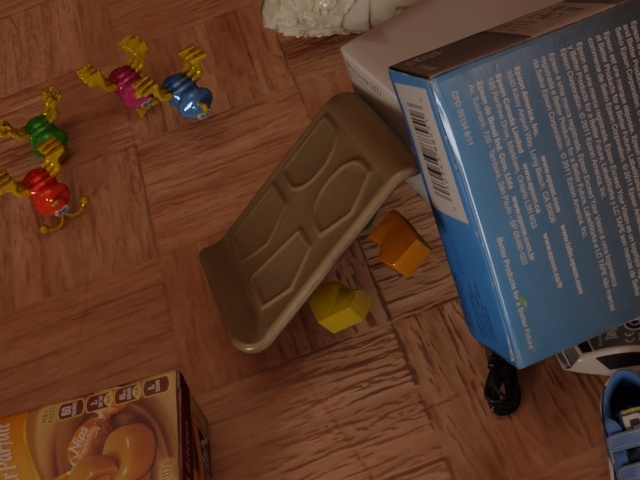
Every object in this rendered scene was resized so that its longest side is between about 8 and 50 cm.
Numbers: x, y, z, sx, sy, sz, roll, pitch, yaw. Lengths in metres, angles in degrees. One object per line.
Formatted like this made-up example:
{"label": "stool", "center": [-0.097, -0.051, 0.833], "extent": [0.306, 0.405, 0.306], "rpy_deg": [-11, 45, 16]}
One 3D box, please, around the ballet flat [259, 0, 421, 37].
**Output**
{"label": "ballet flat", "center": [0.128, -0.330, 1.373], "extent": [0.409, 0.147, 0.147], "rpy_deg": [-32, 44, -10]}

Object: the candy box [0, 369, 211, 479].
{"label": "candy box", "center": [-0.248, 0.237, 0.969], "extent": [0.316, 0.087, 0.183], "rpy_deg": [-16, 43, 5]}

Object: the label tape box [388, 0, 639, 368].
{"label": "label tape box", "center": [0.251, -0.078, 0.939], "extent": [0.333, 0.241, 0.106], "rpy_deg": [-22, 16, -10]}

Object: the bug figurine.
{"label": "bug figurine", "center": [-0.251, -0.132, 1.354], "extent": [0.279, 0.072, 0.216], "rpy_deg": [-35, 38, -8]}

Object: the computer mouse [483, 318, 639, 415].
{"label": "computer mouse", "center": [0.231, 0.088, 0.972], "extent": [0.193, 0.042, 0.106], "rpy_deg": [-11, 39, 19]}

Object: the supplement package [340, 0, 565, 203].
{"label": "supplement package", "center": [0.180, -0.124, 1.126], "extent": [0.204, 0.145, 0.262], "rpy_deg": [-31, 43, -11]}

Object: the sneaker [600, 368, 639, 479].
{"label": "sneaker", "center": [0.238, 0.160, 0.881], "extent": [0.053, 0.059, 0.144], "rpy_deg": [-12, 45, 6]}

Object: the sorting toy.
{"label": "sorting toy", "center": [0.000, 0.000, 1.057], "extent": [0.229, 0.041, 0.307], "rpy_deg": [-48, 28, 9]}
